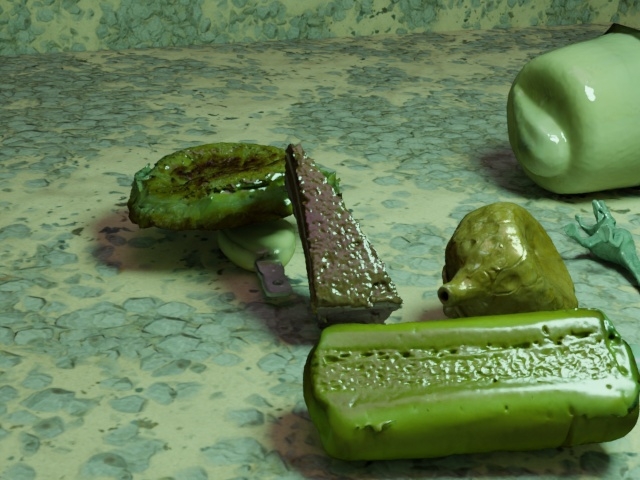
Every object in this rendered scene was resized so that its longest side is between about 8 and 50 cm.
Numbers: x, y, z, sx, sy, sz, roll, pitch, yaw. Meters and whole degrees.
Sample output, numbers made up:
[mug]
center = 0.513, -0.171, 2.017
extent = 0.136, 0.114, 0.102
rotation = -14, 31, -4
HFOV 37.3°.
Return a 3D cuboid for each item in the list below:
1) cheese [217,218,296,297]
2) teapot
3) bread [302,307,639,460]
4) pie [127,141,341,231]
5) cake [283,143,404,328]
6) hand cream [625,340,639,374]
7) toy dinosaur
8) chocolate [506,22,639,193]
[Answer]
[cheese]
center = -0.089, 0.026, 1.474
extent = 0.127, 0.050, 0.255
rotation = -2, 24, -12
[teapot]
center = 0.246, 0.062, 1.313
extent = 0.167, 0.203, 0.311
rotation = -32, -17, 25
[bread]
center = 0.172, 0.170, 1.086
extent = 0.384, 0.112, 0.166
rotation = -4, 52, -5
[pie]
center = -0.144, -0.088, 1.543
extent = 0.355, 0.102, 0.288
rotation = -15, 21, -32
[cake]
center = 0.000, 0.000, 1.333
extent = 0.113, 0.116, 0.295
rotation = -17, 63, -16
[hand cream]
center = 0.456, 0.173, 1.201
extent = 0.078, 0.049, 0.205
rotation = -25, 31, -38
[toy dinosaur]
center = 0.465, 0.016, 1.523
extent = 0.129, 0.076, 0.383
rotation = 24, 28, -11
[chocolate]
center = 0.506, -0.248, 1.864
extent = 0.297, 0.314, 0.326
rotation = -7, 26, -13
